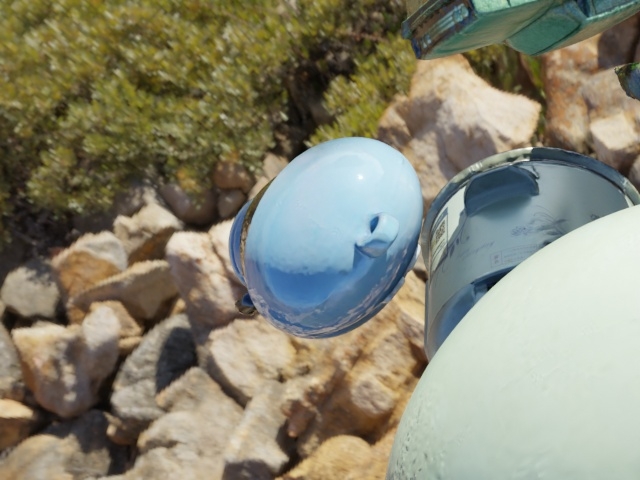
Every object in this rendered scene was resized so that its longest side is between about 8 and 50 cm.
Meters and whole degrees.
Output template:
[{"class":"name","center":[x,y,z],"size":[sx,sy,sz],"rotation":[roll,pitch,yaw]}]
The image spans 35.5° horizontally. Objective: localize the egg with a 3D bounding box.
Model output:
[{"class":"egg","center":[0.142,0.101,0.449],"size":[0.283,0.203,0.203],"rotation":[-54,56,29]}]

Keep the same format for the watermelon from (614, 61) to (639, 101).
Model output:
[{"class":"watermelon","center":[0.489,-0.174,1.253],"size":[0.245,0.119,0.063],"rotation":[19,112,6]}]

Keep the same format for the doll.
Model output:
[{"class":"doll","center":[0.000,0.000,0.870],"size":[0.141,0.314,0.177],"rotation":[34,80,-13]}]

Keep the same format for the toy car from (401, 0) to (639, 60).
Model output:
[{"class":"toy car","center":[0.241,-0.242,0.955],"size":[0.320,0.141,0.097],"rotation":[-21,89,-23]}]

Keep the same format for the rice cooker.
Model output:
[{"class":"rice cooker","center":[0.240,0.050,1.109],"size":[0.264,0.316,0.317],"rotation":[-22,64,24]}]

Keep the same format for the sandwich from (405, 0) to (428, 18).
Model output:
[{"class":"sandwich","center":[0.174,-0.341,1.388],"size":[0.245,0.212,0.063],"rotation":[-31,73,-34]}]
